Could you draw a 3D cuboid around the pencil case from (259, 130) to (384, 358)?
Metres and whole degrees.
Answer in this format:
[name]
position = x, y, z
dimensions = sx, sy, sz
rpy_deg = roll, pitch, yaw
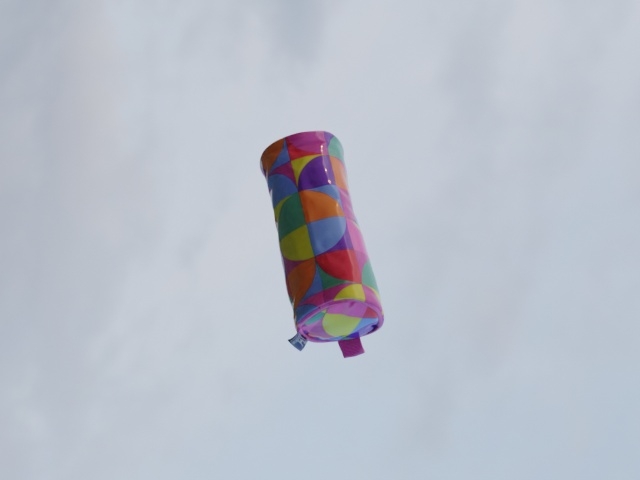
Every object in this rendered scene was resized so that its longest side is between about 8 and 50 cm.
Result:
[pencil case]
position = 0.000, 0.000, 1.750
dimensions = 0.104, 0.104, 0.236
rpy_deg = -41, -132, 40
